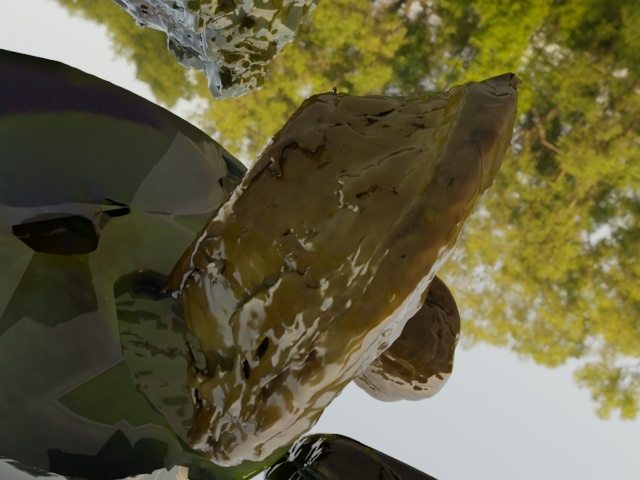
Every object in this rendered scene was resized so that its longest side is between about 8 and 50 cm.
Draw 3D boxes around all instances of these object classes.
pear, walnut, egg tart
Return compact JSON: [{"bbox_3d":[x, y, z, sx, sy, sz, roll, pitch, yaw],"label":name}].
[{"bbox_3d":[-0.196,0.048,0.620,0.399,0.165,0.399,25,-148,-17],"label":"pear"},{"bbox_3d":[0.071,0.088,0.920,0.166,0.149,0.166,36,-161,-15],"label":"walnut"},{"bbox_3d":[0.000,0.000,0.442,0.106,0.241,0.241,39,-160,-3],"label":"egg tart"}]

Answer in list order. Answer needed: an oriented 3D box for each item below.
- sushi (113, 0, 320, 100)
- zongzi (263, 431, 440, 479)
[{"bbox_3d":[-0.146,-0.333,0.910,0.351,0.240,0.396,34,176,9],"label":"sushi"},{"bbox_3d":[0.100,0.204,0.658,0.221,0.242,0.112,63,165,-11],"label":"zongzi"}]
